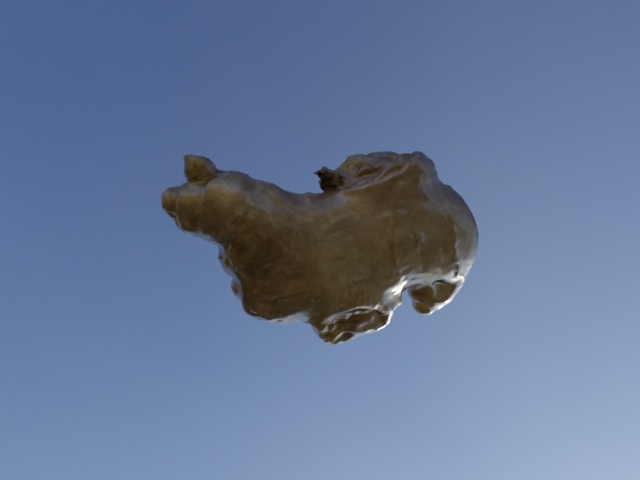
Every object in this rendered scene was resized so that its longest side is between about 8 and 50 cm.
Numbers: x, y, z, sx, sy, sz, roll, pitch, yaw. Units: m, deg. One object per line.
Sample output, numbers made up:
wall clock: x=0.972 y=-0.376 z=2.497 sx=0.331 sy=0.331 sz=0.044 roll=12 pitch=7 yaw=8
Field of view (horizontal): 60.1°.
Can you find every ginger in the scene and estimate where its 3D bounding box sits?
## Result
ginger: x=0.002 y=0.005 z=0.387 sx=0.213 sy=0.074 sz=0.137 roll=-4 pitch=-95 yaw=-17
